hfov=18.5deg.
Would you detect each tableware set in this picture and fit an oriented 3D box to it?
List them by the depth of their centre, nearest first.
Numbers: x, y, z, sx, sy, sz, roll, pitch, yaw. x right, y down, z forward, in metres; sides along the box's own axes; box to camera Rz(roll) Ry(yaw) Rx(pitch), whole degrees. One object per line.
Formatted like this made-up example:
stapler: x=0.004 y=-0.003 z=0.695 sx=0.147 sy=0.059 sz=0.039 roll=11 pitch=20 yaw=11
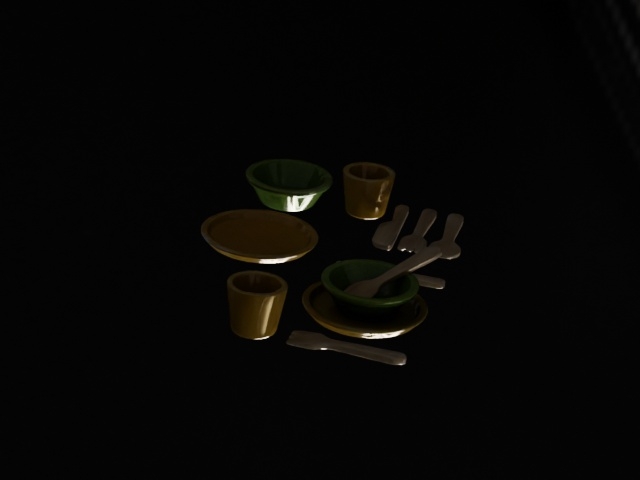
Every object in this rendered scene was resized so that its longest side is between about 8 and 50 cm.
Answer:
tableware set: x=0.000 y=0.000 z=0.781 sx=0.154 sy=0.104 sz=0.024 roll=-58 pitch=-24 yaw=-63
